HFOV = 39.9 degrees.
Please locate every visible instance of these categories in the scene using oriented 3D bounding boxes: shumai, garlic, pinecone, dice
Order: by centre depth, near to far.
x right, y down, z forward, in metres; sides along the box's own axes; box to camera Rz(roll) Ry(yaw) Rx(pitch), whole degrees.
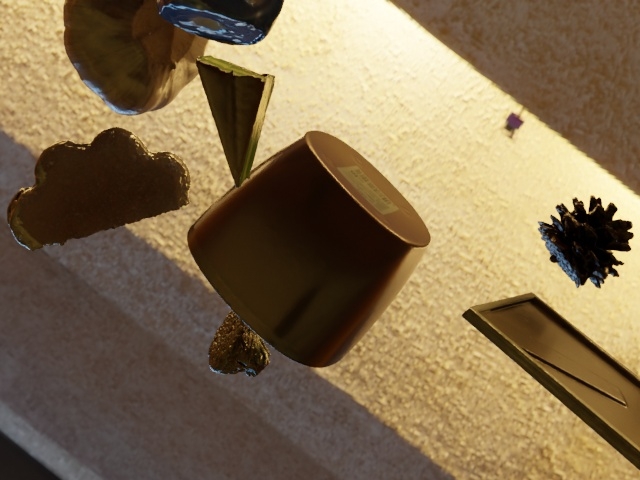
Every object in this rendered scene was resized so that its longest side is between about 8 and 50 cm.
[{"bbox_3d":[-0.121,-0.337,1.124,0.146,0.146,0.143,18,-7,-21],"label":"dice"},{"bbox_3d":[0.387,-0.001,1.275,0.140,0.120,0.140,50,1,-1],"label":"pinecone"},{"bbox_3d":[-0.126,0.179,1.482,0.087,0.124,0.099,32,-27,-23],"label":"shumai"},{"bbox_3d":[-0.365,-0.405,1.723,0.259,0.317,0.318,25,-35,55],"label":"garlic"}]

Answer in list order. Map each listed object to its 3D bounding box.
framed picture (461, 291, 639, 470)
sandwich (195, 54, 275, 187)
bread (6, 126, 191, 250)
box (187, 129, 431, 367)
[{"bbox_3d":[0.347,0.179,1.113,0.324,0.240,0.020,41,-67,24],"label":"framed picture"},{"bbox_3d":[-0.099,-0.124,0.911,0.074,0.074,0.117,17,-76,3],"label":"sandwich"},{"bbox_3d":[-0.409,-0.105,1.615,0.102,0.337,0.183,-173,-113,-69],"label":"bread"},{"bbox_3d":[0.000,0.000,1.205,0.301,0.301,0.216,43,-75,-7],"label":"box"}]
